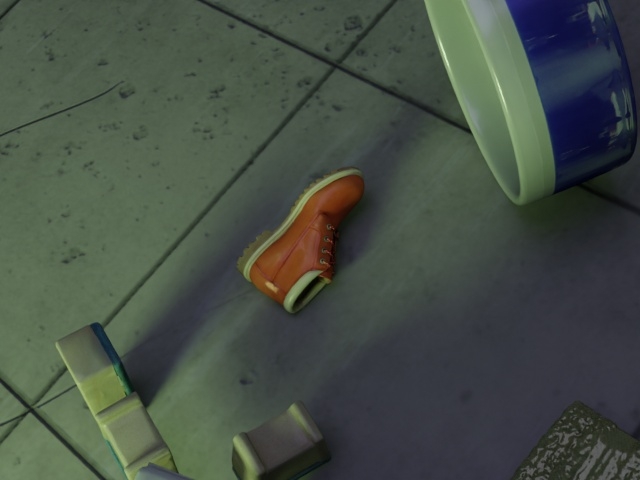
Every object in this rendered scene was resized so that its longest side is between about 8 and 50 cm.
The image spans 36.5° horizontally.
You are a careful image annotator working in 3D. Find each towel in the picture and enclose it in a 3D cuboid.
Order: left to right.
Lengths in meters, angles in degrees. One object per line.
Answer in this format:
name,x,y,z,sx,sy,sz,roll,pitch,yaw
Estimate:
towel,0.205,0.209,0.777,0.110,0.027,0.148,31,75,33

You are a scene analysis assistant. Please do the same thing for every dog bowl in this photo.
dog bowl,0.179,-0.170,0.871,0.104,0.265,0.264,-21,55,4

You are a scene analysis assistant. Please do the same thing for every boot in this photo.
boot,0.000,0.000,0.963,0.158,0.059,0.085,-47,59,-1

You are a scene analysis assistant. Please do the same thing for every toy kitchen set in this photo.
toy kitchen set,-0.114,0.158,0.892,0.166,0.122,0.207,-28,62,-16

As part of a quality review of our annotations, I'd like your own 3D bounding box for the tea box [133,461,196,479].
tea box,-0.009,0.368,0.640,0.329,0.220,0.323,10,65,25
